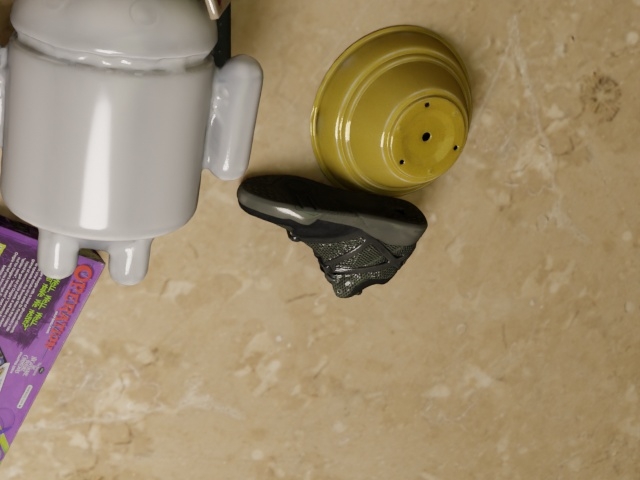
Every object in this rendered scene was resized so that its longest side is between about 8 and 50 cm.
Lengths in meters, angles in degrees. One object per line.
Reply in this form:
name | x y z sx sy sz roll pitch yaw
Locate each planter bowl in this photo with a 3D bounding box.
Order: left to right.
planter bowl | 0.104 -0.133 1.551 0.217 0.090 0.217 -11 117 -23

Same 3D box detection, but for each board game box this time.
board game box | -0.401 0.134 1.439 0.208 0.056 0.347 24 100 -30

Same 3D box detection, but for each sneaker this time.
sneaker | 0.000 0.000 1.558 0.227 0.087 0.130 12 119 -22

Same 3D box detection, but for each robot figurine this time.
robot figurine | -0.210 -0.136 1.317 0.300 0.200 0.353 5 111 -12

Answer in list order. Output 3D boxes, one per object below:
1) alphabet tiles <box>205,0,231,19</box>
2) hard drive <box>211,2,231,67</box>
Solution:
alphabet tiles | -0.117 -0.393 1.225 0.011 0.285 0.342 -5 120 18
hard drive | -0.140 -0.245 1.411 0.094 0.022 0.135 -10 117 -23
